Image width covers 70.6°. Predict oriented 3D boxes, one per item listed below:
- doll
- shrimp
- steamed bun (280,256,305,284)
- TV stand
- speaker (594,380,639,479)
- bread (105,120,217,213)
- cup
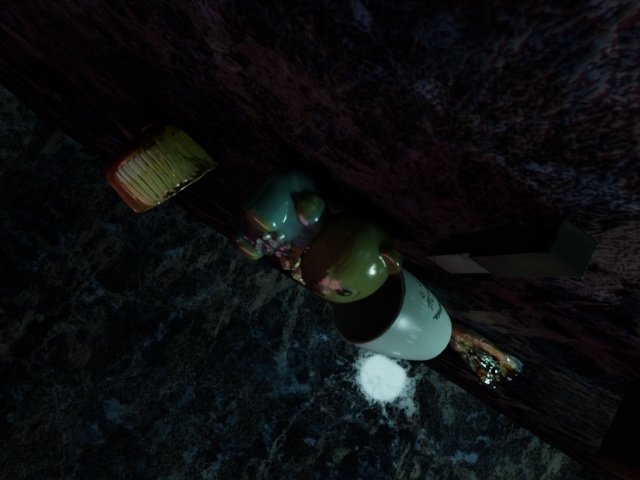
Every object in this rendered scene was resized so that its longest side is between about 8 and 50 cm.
[{"bbox_3d":[0.000,0.000,0.762,0.261,0.161,0.177,34,148,0],"label":"doll"},{"bbox_3d":[0.427,0.294,1.149,0.289,0.075,0.178,50,161,-19],"label":"shrimp"},{"bbox_3d":[-0.037,0.077,1.366,0.192,0.106,0.177,35,171,-22],"label":"steamed bun"},{"bbox_3d":[0.211,0.016,0.552,0.049,0.040,0.256,33,169,-8],"label":"TV stand"},{"bbox_3d":[0.563,0.327,0.641,0.231,0.153,0.192,30,170,11],"label":"speaker"},{"bbox_3d":[-0.376,-0.174,1.034,0.156,0.204,0.288,55,159,-19],"label":"bread"},{"bbox_3d":[0.157,0.141,1.008,0.234,0.186,0.258,31,-158,-39],"label":"cup"}]
